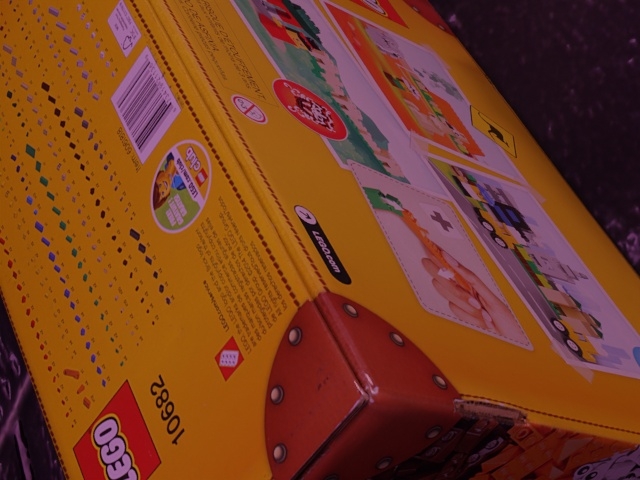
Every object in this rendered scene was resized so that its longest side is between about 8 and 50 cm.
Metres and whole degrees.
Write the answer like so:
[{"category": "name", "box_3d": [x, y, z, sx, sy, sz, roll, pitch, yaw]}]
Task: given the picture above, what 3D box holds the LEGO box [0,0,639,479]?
[{"category": "LEGO box", "box_3d": [0.000, 0.000, 0.848, 0.193, 0.372, 0.500, -50, 47, 23]}]
